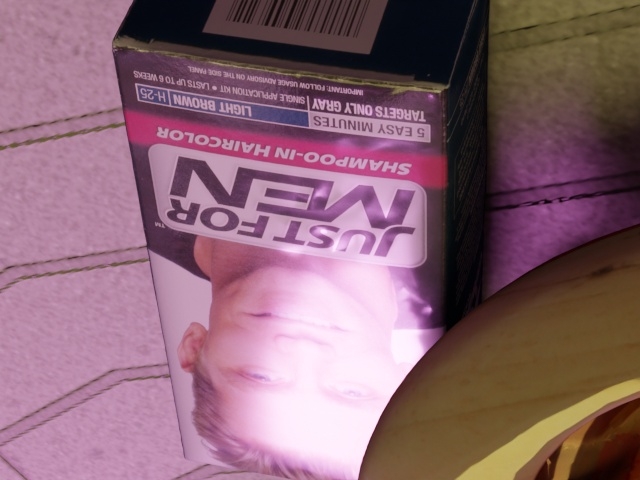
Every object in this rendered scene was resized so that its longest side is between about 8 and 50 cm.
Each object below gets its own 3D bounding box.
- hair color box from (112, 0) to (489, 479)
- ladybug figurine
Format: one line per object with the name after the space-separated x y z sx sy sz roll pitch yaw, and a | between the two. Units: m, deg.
0.000 0.000 0.954 0.173 0.105 0.347 9 138 13 | hair color box
0.242 0.106 0.881 0.449 0.162 0.305 -8 114 9 | ladybug figurine
